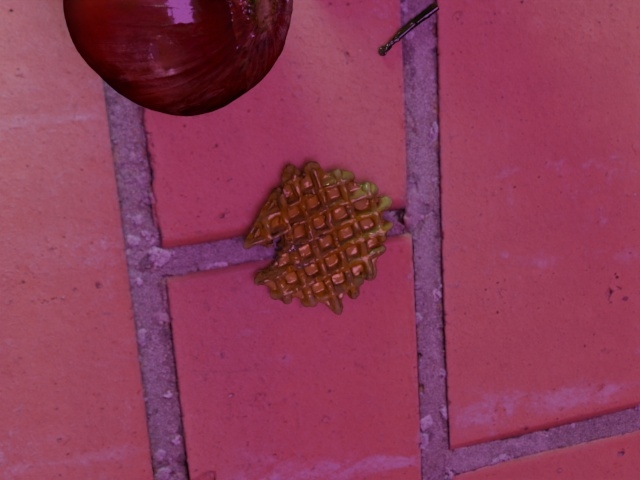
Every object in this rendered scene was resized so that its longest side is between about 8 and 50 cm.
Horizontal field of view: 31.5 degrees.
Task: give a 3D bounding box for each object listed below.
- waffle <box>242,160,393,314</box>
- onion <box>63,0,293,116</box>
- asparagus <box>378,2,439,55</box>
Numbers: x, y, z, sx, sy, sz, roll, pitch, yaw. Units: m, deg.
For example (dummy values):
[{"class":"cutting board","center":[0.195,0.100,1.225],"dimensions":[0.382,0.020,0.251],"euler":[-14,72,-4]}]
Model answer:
[{"class":"waffle","center":[-0.001,-0.001,1.960],"dimensions":[0.250,0.056,0.261],"euler":[23,99,-23]},{"class":"onion","center":[-0.189,-0.339,1.639],"dimensions":[0.341,0.341,0.341],"euler":[-5,111,-14]},{"class":"asparagus","center":[0.146,-0.353,1.894],"dimensions":[0.127,0.015,0.018],"euler":[-39,113,1]}]
